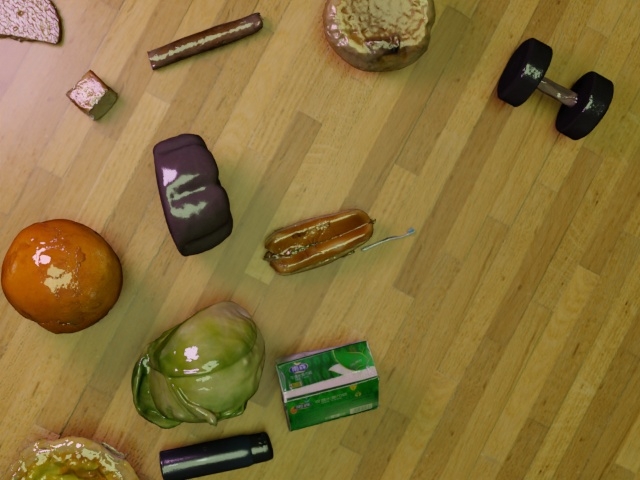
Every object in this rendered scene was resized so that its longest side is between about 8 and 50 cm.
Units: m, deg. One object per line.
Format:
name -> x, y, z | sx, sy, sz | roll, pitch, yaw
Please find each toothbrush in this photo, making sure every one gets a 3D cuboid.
toothbrush -> 0.154, -0.001, 1.837 | 0.131, 0.011, 0.013 | -21, 108, -7

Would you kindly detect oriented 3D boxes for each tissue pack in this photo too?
tissue pack -> 0.010, 0.298, 1.770 | 0.209, 0.148, 0.156 | -13, 54, -6

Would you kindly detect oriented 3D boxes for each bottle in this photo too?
bottle -> -0.226, 0.475, 1.775 | 0.244, 0.072, 0.082 | -11, 131, -7

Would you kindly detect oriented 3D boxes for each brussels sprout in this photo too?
brussels sprout -> -0.244, 0.267, 1.672 | 0.294, 0.259, 0.227 | -44, 113, -27

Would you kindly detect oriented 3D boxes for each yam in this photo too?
yam -> -0.246, -0.431, 1.746 | 0.264, 0.046, 0.046 | -21, 95, -5

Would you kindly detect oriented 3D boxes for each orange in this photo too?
orange -> -0.520, 0.073, 1.634 | 0.240, 0.240, 0.240 | 0, 93, -8

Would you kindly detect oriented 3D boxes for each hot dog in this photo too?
hot dog -> 0.000, 0.000, 1.786 | 0.269, 0.072, 0.109 | -18, 97, -5

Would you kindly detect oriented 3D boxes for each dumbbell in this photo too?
dumbbell -> 0.520, -0.337, 1.803 | 0.218, 0.152, 0.152 | 27, 89, -8

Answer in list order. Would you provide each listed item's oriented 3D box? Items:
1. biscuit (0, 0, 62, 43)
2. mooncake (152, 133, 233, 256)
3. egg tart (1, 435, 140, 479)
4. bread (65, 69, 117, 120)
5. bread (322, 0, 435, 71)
biscuit -> -0.641, -0.483, 1.699 | 0.206, 0.025, 0.126 | 11, 91, -9
mooncake -> -0.268, -0.095, 1.667 | 0.133, 0.245, 0.245 | -20, 95, -10
egg tart -> -0.523, 0.572, 1.707 | 0.341, 0.132, 0.341 | -1, 94, -9
bread -> -0.482, -0.306, 1.707 | 0.070, 0.076, 0.083 | 43, 87, 4
bread -> 0.126, -0.474, 1.753 | 0.244, 0.134, 0.244 | -1, 95, -6
